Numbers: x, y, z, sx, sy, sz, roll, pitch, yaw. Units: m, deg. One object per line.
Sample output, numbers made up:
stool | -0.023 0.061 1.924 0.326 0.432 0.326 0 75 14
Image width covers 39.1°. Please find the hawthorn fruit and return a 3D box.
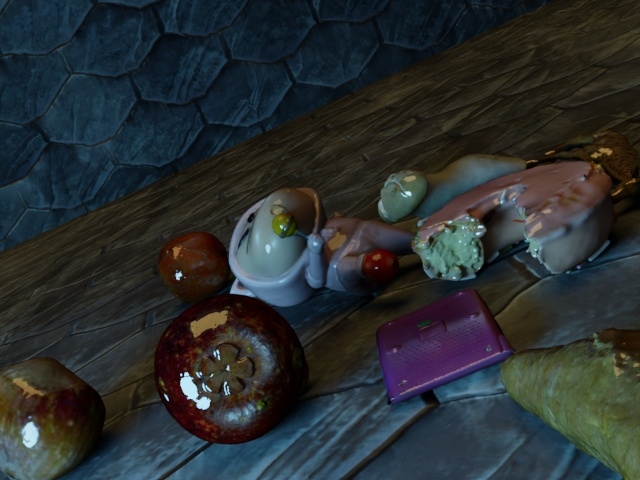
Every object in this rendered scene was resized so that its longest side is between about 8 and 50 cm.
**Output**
hawthorn fruit | -0.203 0.043 1.444 0.128 0.128 0.128 -23 15 6

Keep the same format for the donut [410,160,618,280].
donut | 0.230 -0.019 1.023 0.199 0.085 0.233 -36 18 -35

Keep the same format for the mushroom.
mushroom | 0.166 -0.065 1.162 0.225 0.093 0.116 -5 -33 -29

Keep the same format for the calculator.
calculator | 0.115 0.098 0.902 0.127 0.034 0.190 -25 14 5

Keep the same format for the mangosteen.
mangosteen | -0.094 0.139 0.917 0.145 0.156 0.181 -63 3 -28

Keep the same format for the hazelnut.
hazelnut | -0.319 0.207 1.025 0.143 0.143 0.154 -33 33 -31

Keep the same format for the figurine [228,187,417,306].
figurine | 0.000 0.000 1.174 0.287 0.186 0.176 7 57 34

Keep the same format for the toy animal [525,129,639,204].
toy animal | 0.357 -0.095 1.159 0.149 0.054 0.275 -31 17 -14

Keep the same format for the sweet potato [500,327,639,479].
sweet potato | 0.205 0.113 0.587 0.114 0.092 0.341 -41 13 3
